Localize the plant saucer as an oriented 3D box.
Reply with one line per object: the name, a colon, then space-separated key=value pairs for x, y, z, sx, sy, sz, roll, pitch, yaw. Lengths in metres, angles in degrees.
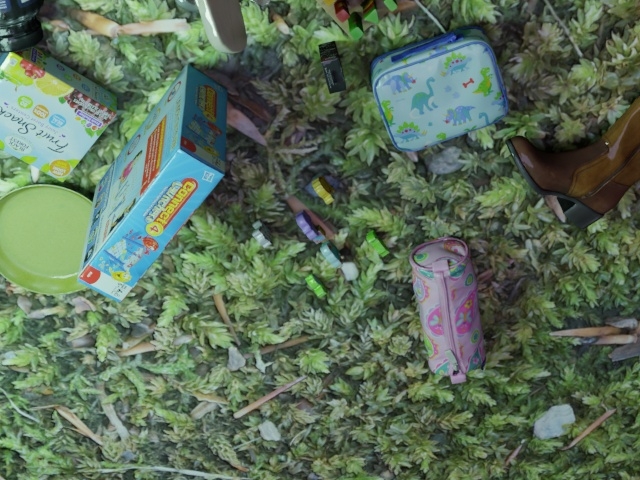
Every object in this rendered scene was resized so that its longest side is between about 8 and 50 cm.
plant saucer: x=-0.500 y=-0.007 z=2.164 sx=0.241 sy=0.037 sz=0.240 roll=-1 pitch=123 yaw=-2

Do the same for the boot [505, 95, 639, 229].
boot: x=0.500 y=-0.175 z=2.073 sx=0.264 sy=0.096 sz=0.280 roll=38 pitch=112 yaw=-23

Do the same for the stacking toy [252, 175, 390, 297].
stacking toy: x=0.000 y=0.000 z=2.185 sx=0.167 sy=0.052 sz=0.221 roll=-34 pitch=119 yaw=18

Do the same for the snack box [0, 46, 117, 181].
snack box: x=-0.481 y=-0.221 z=1.999 sx=0.207 sy=0.070 sz=0.174 roll=32 pitch=116 yaw=-27

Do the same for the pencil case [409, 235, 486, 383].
pencil case: x=0.246 y=0.133 z=2.243 sx=0.124 sy=0.124 sz=0.284 roll=-9 pitch=122 yaw=3

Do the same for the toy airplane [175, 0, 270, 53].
toy airplane: x=-0.186 y=-0.521 z=1.715 sx=0.384 sy=0.272 sz=0.386 roll=29 pitch=84 yaw=-33

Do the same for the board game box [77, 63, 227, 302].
board game box: x=-0.277 y=-0.100 z=1.956 sx=0.086 sy=0.308 sz=0.302 roll=31 pitch=117 yaw=-22

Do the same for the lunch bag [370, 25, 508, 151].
lunch bag: x=0.203 y=-0.263 z=2.005 sx=0.219 sy=0.090 sz=0.176 roll=-19 pitch=122 yaw=9

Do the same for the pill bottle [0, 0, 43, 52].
pill bottle: x=-0.509 y=-0.416 z=1.852 sx=0.123 sy=0.122 sz=0.219 roll=-5 pitch=123 yaw=1

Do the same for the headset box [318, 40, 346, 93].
headset box: x=0.020 y=-0.291 z=1.981 sx=0.032 sy=0.083 sz=0.062 roll=-14 pitch=123 yaw=5

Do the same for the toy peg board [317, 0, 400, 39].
toy peg board: x=0.065 y=-0.422 z=1.903 sx=0.161 sy=0.079 sz=0.161 roll=-37 pitch=117 yaw=19
